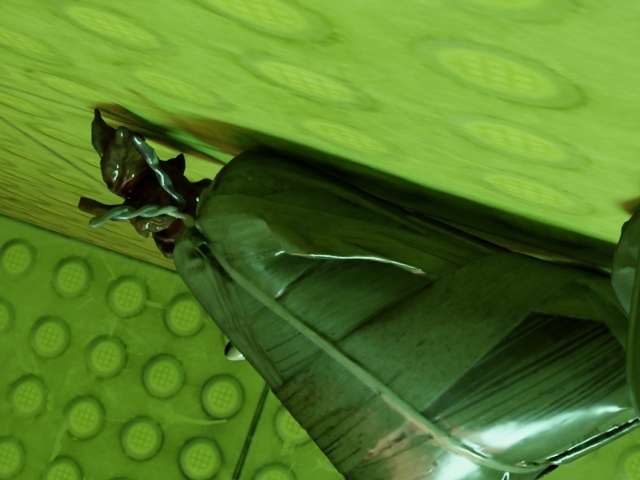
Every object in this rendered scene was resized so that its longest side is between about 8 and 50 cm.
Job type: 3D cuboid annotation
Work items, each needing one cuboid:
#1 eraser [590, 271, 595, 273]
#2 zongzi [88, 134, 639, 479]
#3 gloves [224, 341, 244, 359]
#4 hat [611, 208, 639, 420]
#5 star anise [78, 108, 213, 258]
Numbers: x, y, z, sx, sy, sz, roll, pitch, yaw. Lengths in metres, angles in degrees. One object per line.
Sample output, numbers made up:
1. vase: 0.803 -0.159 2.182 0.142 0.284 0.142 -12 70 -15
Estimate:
1. eraser: 0.397 0.130 1.567 0.397 0.082 0.213 22 171 -26
2. zongzi: 0.110 -0.004 1.334 0.500 0.467 0.218 51 -154 -5
3. gloves: -0.039 0.071 1.826 0.152 0.197 0.301 0 163 40
4. hat: 0.264 0.082 1.063 0.166 0.173 0.144 34 161 -2
5. star anise: -0.175 -0.050 1.526 0.196 0.111 0.212 29 177 -8
